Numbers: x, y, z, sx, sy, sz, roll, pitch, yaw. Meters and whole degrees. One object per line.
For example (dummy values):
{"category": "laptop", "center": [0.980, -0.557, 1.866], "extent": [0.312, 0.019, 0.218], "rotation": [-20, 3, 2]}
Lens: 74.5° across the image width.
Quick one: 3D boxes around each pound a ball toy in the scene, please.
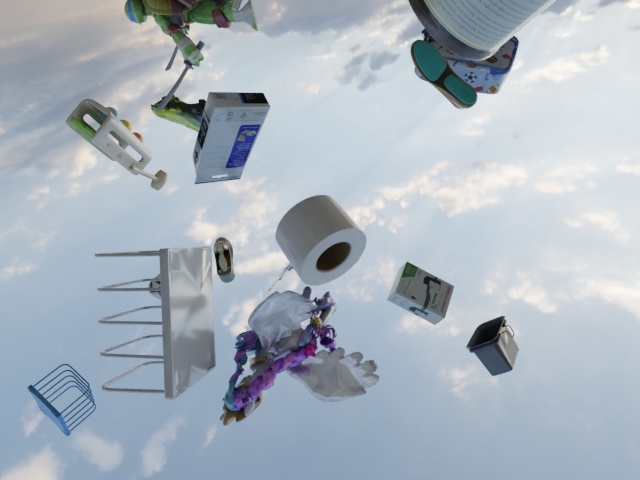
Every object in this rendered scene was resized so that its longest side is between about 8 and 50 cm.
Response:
{"category": "pound a ball toy", "center": [-0.653, -0.321, 1.431], "extent": [0.208, 0.319, 0.135], "rotation": [31, -100, 13]}

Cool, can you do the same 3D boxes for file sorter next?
{"category": "file sorter", "center": [-0.338, 0.154, 0.872], "extent": [0.173, 0.277, 0.193], "rotation": [-2, 180, 10]}
{"category": "file sorter", "center": [-0.700, 0.436, 1.159], "extent": [0.118, 0.170, 0.104], "rotation": [37, -132, 12]}

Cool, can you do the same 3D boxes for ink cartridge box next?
{"category": "ink cartridge box", "center": [0.380, 0.199, 1.587], "extent": [0.208, 0.087, 0.153], "rotation": [27, -120, 0]}
{"category": "ink cartridge box", "center": [-0.278, -0.295, 1.245], "extent": [0.165, 0.332, 0.065], "rotation": [-13, -114, -34]}

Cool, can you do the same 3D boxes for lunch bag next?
{"category": "lunch bag", "center": [0.456, -0.592, 1.334], "extent": [0.303, 0.115, 0.243], "rotation": [22, -119, 12]}

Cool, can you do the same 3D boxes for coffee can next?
{"category": "coffee can", "center": [0.276, -0.416, 0.566], "extent": [0.201, 0.201, 0.275], "rotation": [-43, -174, -32]}

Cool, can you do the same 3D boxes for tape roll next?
{"category": "tape roll", "center": [0.000, 0.000, 1.336], "extent": [0.246, 0.246, 0.169], "rotation": [-28, -124, -16]}

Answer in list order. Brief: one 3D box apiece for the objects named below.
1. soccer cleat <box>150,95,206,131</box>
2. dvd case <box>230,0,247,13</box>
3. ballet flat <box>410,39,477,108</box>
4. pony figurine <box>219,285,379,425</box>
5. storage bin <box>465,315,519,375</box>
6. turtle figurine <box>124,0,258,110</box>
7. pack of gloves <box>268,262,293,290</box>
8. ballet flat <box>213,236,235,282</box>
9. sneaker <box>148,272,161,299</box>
{"category": "soccer cleat", "center": [-0.427, -0.393, 1.353], "extent": [0.289, 0.121, 0.093], "rotation": [14, -125, 25]}
{"category": "dvd case", "center": [-0.077, -0.501, 0.683], "extent": [0.221, 0.018, 0.164], "rotation": [-42, -158, 55]}
{"category": "ballet flat", "center": [0.320, -0.435, 1.132], "extent": [0.080, 0.232, 0.073], "rotation": [-47, -172, -1]}
{"category": "pony figurine", "center": [-0.068, 0.252, 1.007], "extent": [0.351, 0.303, 0.363], "rotation": [-37, -170, 22]}
{"category": "storage bin", "center": [0.431, 0.256, 1.019], "extent": [0.098, 0.091, 0.135], "rotation": [-36, 177, 37]}
{"category": "turtle figurine", "center": [-0.273, -0.467, 0.949], "extent": [0.266, 0.274, 0.198], "rotation": [-12, -156, 0]}
{"category": "pack of gloves", "center": [-0.100, 0.103, 1.690], "extent": [0.195, 0.046, 0.232], "rotation": [-47, -176, 25]}
{"category": "ballet flat", "center": [-0.357, 0.056, 1.549], "extent": [0.072, 0.068, 0.213], "rotation": [-18, -125, -3]}
{"category": "sneaker", "center": [-0.459, 0.159, 1.470], "extent": [0.153, 0.235, 0.094], "rotation": [-49, -148, 5]}
